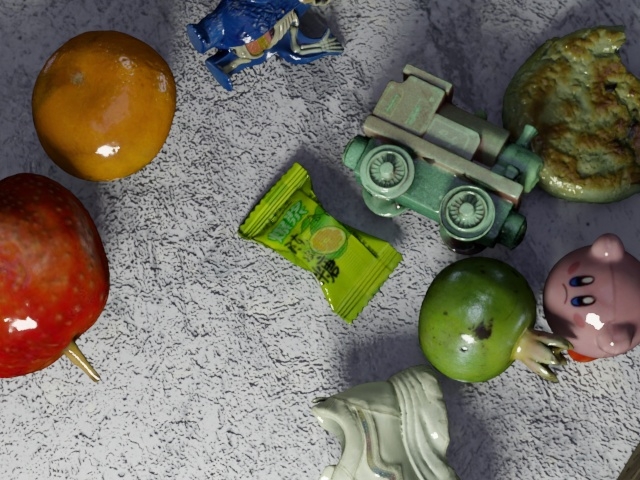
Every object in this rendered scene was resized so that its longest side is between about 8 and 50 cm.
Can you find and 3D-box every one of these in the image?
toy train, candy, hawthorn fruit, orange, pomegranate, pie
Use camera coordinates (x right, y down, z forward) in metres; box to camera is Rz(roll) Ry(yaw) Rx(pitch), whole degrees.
[{"bbox_3d":[0.194,-0.116,1.645,0.304,0.150,0.221,28,81,11],"label":"toy train"},{"bbox_3d":[0.000,0.000,1.669,0.246,0.069,0.149,40,83,13],"label":"candy"},{"bbox_3d":[-0.428,0.078,1.586,0.287,0.287,0.330,-38,90,-7],"label":"hawthorn fruit"},{"bbox_3d":[-0.334,-0.206,1.687,0.240,0.171,0.240,-3,73,10],"label":"orange"},{"bbox_3d":[0.251,0.126,1.557,0.225,0.187,0.187,29,78,24],"label":"pomegranate"},{"bbox_3d":[0.430,-0.198,1.701,0.302,0.067,0.303,0,76,1],"label":"pie"}]

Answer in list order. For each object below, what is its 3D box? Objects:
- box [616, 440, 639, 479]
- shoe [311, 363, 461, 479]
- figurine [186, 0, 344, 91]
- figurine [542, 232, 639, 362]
[{"bbox_3d":[0.554,0.388,1.458,0.297,0.225,0.190,30,81,11],"label":"box"},{"bbox_3d":[0.090,0.356,1.530,0.210,0.132,0.342,-9,70,-8],"label":"shoe"},{"bbox_3d":[-0.087,-0.357,1.741,0.262,0.164,0.121,-22,34,-15],"label":"figurine"},{"bbox_3d":[0.407,0.088,1.573,0.173,0.173,0.173,-1,75,3],"label":"figurine"}]
